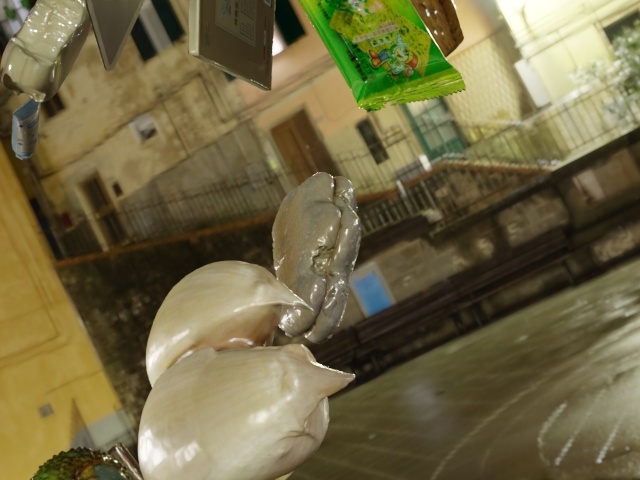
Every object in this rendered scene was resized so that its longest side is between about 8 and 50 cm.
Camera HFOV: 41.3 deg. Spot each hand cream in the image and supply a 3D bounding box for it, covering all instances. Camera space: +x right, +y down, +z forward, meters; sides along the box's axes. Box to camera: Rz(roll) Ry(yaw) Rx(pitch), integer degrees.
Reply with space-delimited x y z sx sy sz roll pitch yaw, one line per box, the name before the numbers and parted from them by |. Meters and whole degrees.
hand cream | -0.520 -0.197 1.497 0.065 0.043 0.170 -51 -1 -32

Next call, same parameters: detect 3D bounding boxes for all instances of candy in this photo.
candy | 0.038 -0.184 0.696 0.102 0.178 0.032 -21 -18 -22

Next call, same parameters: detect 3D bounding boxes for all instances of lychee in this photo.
lychee | -0.330 0.369 1.155 0.171 0.171 0.171 -26 -5 -2

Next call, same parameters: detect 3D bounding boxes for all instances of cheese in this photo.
cheese | -0.391 -0.348 1.302 0.286 0.082 0.163 -64 11 -9

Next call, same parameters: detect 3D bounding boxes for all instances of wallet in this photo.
wallet | -0.409 0.565 1.857 0.122 0.232 0.031 -43 -7 14

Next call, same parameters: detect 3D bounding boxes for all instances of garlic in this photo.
garlic | -0.094 0.169 0.947 0.313 0.249 0.286 95 -166 -61

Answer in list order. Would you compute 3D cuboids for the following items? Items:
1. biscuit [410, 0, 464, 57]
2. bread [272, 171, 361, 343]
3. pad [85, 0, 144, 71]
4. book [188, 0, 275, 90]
biscuit | 0.194 -0.559 1.938 0.046 0.359 0.359 -45 -3 -7
bread | -0.006 0.000 1.341 0.337 0.102 0.183 -96 24 -55
pad | -0.251 -0.369 1.130 0.002 0.266 0.176 14 -26 4
book | -0.134 -0.372 1.360 0.021 0.217 0.310 2 0 17
